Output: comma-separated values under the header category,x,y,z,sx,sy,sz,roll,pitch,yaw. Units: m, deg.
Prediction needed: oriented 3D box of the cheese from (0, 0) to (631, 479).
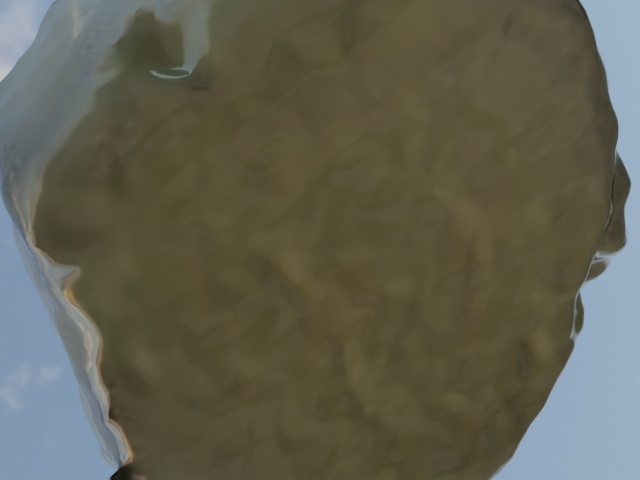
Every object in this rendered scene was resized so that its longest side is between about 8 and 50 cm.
category,x,y,z,sx,sy,sz,roll,pitch,yaw
cheese,0.000,0.000,0.526,0.326,0.115,0.318,14,-76,-34
